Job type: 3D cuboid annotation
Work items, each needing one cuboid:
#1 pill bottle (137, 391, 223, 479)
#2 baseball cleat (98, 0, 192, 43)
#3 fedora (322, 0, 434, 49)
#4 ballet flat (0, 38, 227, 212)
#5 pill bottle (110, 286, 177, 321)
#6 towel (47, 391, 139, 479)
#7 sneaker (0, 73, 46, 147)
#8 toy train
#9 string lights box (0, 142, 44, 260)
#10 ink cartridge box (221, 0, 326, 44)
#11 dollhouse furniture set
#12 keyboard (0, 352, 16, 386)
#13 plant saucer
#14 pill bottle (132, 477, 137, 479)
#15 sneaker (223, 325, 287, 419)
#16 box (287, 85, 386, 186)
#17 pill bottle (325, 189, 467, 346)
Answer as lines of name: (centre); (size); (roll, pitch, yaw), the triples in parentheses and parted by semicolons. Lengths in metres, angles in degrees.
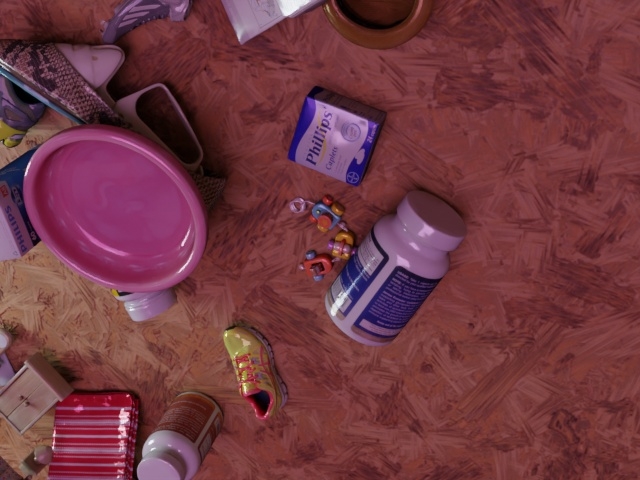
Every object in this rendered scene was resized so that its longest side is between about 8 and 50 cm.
pill bottle: (-0.287, 0.413, 1.947); (0.121, 0.216, 0.121); (6, 116, 13)
baseball cleat: (-0.292, -0.392, 1.647); (0.109, 0.072, 0.206); (40, 123, -13)
fedora: (0.096, -0.400, 1.528); (0.194, 0.079, 0.194); (10, 117, 21)
ballet flat: (-0.358, -0.231, 1.714); (0.182, 0.164, 0.483); (-45, 104, 7)
pill bottle: (-0.364, 0.042, 1.847); (0.119, 0.119, 0.209); (-17, 109, 22)
towel: (-0.491, 0.461, 2.048); (0.198, 0.031, 0.275); (0, 77, 16)
sneaker: (-0.619, -0.323, 1.765); (0.121, 0.111, 0.300); (-33, 108, 16)
toy train: (0.000, 0.000, 1.766); (0.125, 0.046, 0.166); (-9, 112, 19)
string lights box: (-0.535, -0.077, 1.757); (0.076, 0.260, 0.133); (-9, 113, 19)
ink cartridge box: (-0.090, -0.495, 1.516); (0.261, 0.066, 0.296); (-17, 100, 49)
dollhouse furniture set: (-0.686, 0.376, 1.933); (0.303, 0.355, 0.174); (47, 119, -2)
keyboard: (-0.739, 0.210, 2.095); (0.072, 0.014, 0.256); (-13, 111, 16)
plant saucer: (-0.345, -0.062, 1.661); (0.332, 0.084, 0.332); (8, 127, 11)
pill bottle: (-0.463, 0.567, 2.127); (0.208, 0.117, 0.118); (35, 119, -3)
sneaker: (-0.134, 0.265, 1.903); (0.081, 0.094, 0.209); (-22, 106, 25)
box: (0.027, -0.180, 1.657); (0.137, 0.072, 0.126); (22, 118, 5)
pill bottle: (0.133, 0.048, 1.691); (0.153, 0.153, 0.265); (34, 119, -2)
